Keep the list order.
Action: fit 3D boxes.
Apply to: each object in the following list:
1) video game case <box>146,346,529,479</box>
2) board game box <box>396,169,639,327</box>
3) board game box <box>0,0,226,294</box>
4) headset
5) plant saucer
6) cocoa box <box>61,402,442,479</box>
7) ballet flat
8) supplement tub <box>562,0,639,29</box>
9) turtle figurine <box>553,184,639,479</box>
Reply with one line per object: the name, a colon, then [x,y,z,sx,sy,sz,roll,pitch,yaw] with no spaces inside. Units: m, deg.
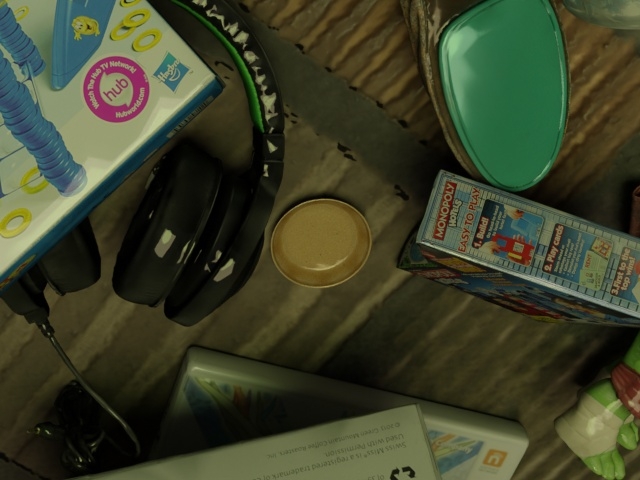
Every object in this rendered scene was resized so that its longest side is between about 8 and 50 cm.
video game case: [-0.010,0.263,1.028,0.329,0.036,0.300,15,115,-15]
board game box: [0.145,0.009,0.846,0.194,0.194,0.060,22,81,-18]
board game box: [-0.272,-0.106,0.672,0.308,0.086,0.302,-43,93,1]
headset: [-0.163,-0.012,0.829,0.243,0.185,0.394,5,102,-13]
plant saucer: [0.000,0.000,0.901,0.083,0.015,0.083,-3,119,-6]
cocoa box: [-0.056,0.305,0.855,0.347,0.231,0.228,-13,148,-1]
ballet flat: [0.099,-0.183,0.766,0.107,0.106,0.316,-21,119,-4]
supplement tub: [0.209,-0.317,0.653,0.207,0.207,0.338,-19,120,3]
turtle figurine: [0.340,0.094,0.898,0.274,0.198,0.266,28,115,-17]
